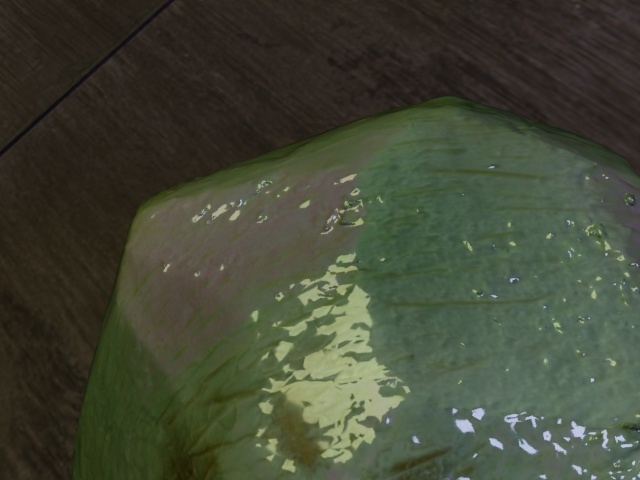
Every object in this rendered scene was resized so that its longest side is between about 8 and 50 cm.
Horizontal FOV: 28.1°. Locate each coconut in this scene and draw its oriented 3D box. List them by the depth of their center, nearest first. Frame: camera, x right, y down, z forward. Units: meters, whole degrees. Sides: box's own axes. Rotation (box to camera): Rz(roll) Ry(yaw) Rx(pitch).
[{"bbox_3d":[0.030,0.095,0.612,0.328,0.281,0.329,0,93,9],"label":"coconut"}]
